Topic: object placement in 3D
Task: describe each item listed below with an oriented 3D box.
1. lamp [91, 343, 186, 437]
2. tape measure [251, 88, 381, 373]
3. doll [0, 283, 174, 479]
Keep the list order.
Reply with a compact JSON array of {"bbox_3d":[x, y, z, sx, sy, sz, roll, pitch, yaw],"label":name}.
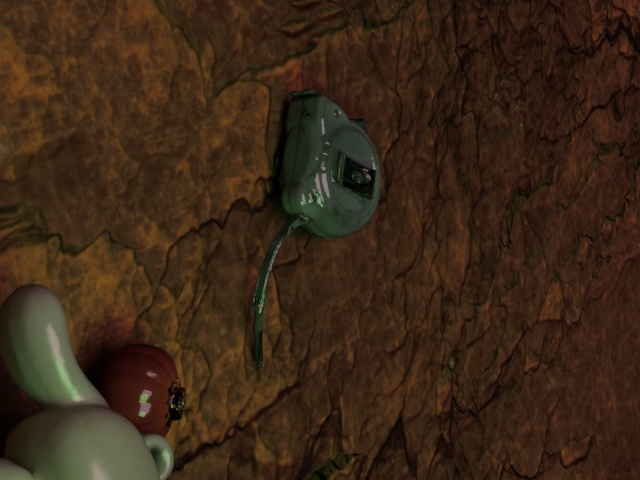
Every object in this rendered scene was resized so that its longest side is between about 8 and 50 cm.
[{"bbox_3d":[-0.181,0.155,1.181,0.107,0.092,0.108,7,90,-83],"label":"lamp"},{"bbox_3d":[0.000,0.000,1.410,0.164,0.084,0.330,19,73,-43],"label":"tape measure"},{"bbox_3d":[-0.258,0.281,1.018,0.376,0.187,0.365,51,47,-5],"label":"doll"}]
